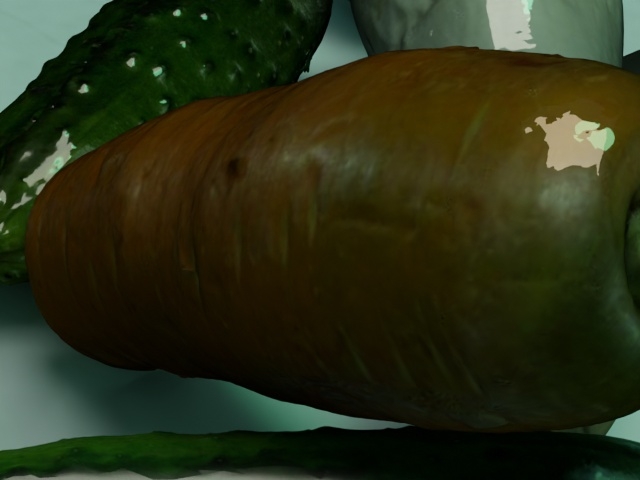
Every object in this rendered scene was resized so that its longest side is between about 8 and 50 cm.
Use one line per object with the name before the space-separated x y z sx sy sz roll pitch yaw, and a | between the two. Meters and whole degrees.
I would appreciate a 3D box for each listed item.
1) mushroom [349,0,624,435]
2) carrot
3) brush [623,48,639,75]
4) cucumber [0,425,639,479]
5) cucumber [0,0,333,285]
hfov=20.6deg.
mushroom | 0.058 -0.037 0.542 0.099 0.096 0.278 -1 38 -1
carrot | 0.000 0.000 0.403 0.193 0.087 0.087 0 16 46
brush | 0.160 -0.083 0.724 0.063 0.016 0.193 29 35 31
cucumber | 0.008 0.068 0.390 0.250 0.056 0.056 2 31 -10
cucumber | -0.054 -0.045 0.556 0.069 0.069 0.227 18 35 14
